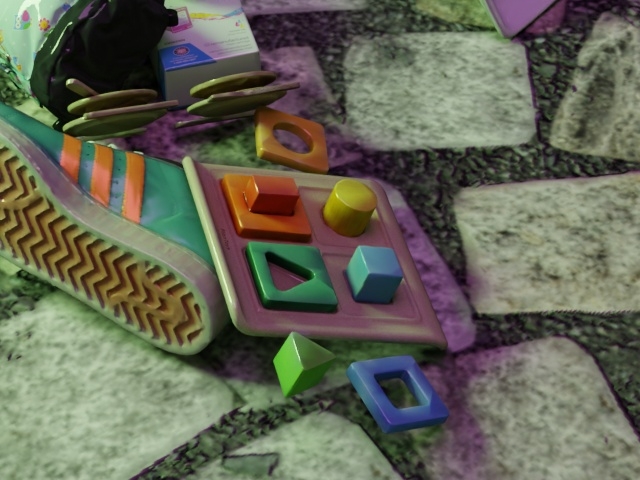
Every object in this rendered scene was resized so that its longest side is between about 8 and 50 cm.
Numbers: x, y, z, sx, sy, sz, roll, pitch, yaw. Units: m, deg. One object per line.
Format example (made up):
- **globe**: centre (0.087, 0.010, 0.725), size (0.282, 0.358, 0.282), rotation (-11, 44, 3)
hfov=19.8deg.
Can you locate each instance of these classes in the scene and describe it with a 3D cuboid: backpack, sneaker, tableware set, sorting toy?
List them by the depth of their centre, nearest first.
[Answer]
- **sorting toy**: centre (0.000, 0.000, 1.432), size (0.196, 0.047, 0.348), rotation (8, 42, -29)
- **sneaker**: centre (-0.178, -0.028, 1.471), size (0.302, 0.108, 0.121), rotation (35, 38, 11)
- **tableware set**: centre (-0.123, -0.122, 1.539), size (0.194, 0.128, 0.039), rotation (-11, 86, -21)
- **backpack**: centre (-0.234, -0.198, 1.616), size (0.152, 0.115, 0.182), rotation (-48, 50, -5)

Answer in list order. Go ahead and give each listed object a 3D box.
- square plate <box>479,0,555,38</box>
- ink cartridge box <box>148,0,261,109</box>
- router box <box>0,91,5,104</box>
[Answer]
- **square plate**: centre (0.192, -0.418, 1.737), size (0.347, 0.344, 0.049), rotation (-41, 20, -31)
- **ink cartridge box**: centre (-0.111, -0.183, 1.658), size (0.088, 0.052, 0.122), rotation (-12, 47, -10)
- **router box**: centre (-0.340, -0.056, 1.546), size (0.178, 0.046, 0.133), rotation (-16, 49, -14)
